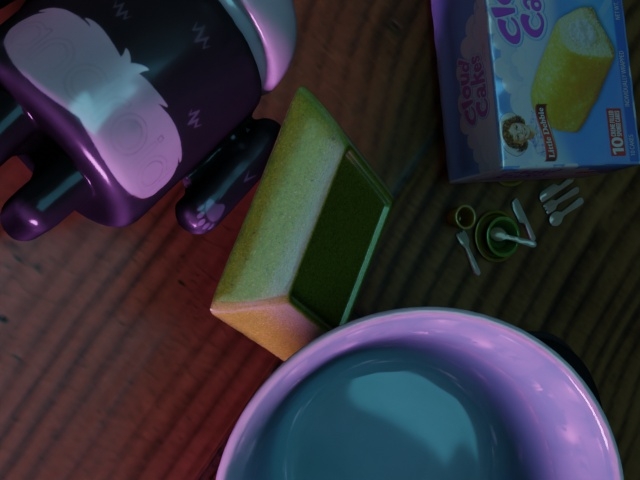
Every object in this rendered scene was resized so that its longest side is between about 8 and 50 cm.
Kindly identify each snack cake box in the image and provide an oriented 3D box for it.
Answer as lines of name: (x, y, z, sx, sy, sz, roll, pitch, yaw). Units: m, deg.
snack cake box: (0.186, -0.188, 1.141, 0.152, 0.089, 0.264, -4, 86, -28)

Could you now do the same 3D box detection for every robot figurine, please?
robot figurine: (-0.144, -0.122, 0.941, 0.278, 0.173, 0.209, -46, 140, -20)

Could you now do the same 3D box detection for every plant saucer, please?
plant saucer: (0.000, 0.000, 1.016, 0.188, 0.045, 0.188, -69, 156, -11)

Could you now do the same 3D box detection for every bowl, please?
bowl: (0.064, 0.195, 1.015, 0.311, 0.163, 0.312, -1, 95, -8)

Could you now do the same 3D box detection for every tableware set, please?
tableware set: (0.182, -0.044, 1.183, 0.154, 0.024, 0.104, -31, 102, -23)

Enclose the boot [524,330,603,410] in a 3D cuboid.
boot: (0.293, 0.263, 0.997, 0.146, 0.445, 0.367, -3, 91, -27)
